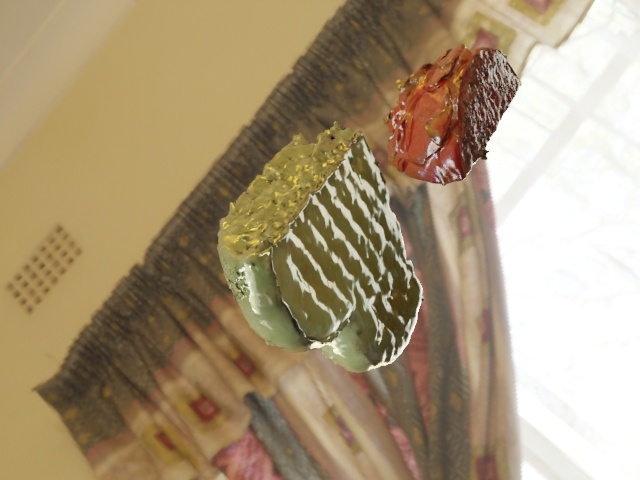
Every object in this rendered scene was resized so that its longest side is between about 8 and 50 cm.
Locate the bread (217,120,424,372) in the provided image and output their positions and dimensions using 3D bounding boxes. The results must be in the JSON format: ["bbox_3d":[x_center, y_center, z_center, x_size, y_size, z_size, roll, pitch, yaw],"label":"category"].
[{"bbox_3d":[0.000,0.000,0.634,0.232,0.064,0.172,22,-115,-62],"label":"bread"}]

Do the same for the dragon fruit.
[{"bbox_3d":[0.099,-0.120,0.821,0.083,0.106,0.162,60,-135,-32],"label":"dragon fruit"}]
